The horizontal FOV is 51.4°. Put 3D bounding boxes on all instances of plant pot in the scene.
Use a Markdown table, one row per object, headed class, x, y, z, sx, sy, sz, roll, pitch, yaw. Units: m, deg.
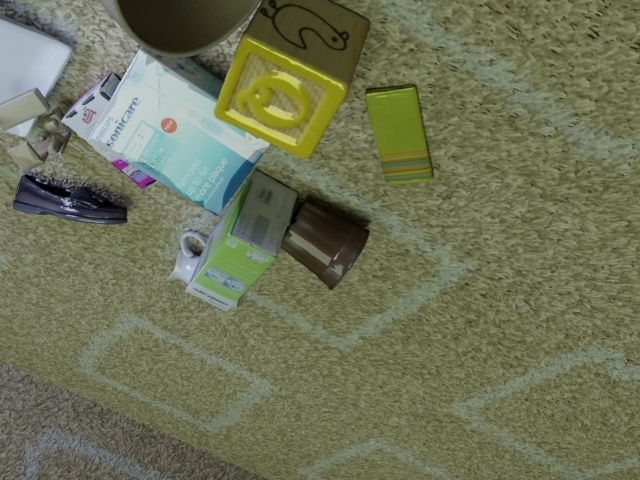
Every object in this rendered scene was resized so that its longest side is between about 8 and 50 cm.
| class | x | y | z | sx | sy | sz | roll | pitch | yaw |
| --- | --- | --- | --- | --- | --- | --- | --- | --- | --- |
| plant pot | 0.000 | 0.000 | 1.527 | 0.165 | 0.167 | 0.167 | 34 | 139 | -7 |

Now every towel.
| class | x | y | z | sx | sy | sz | roll | pitch | yaw |
| --- | --- | --- | --- | --- | --- | --- | --- | --- | --- |
| towel | 0.160 | -0.206 | 1.327 | 0.102 | 0.021 | 0.237 | -5 | 136 | 16 |

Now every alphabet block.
| class | x | y | z | sx | sy | sz | roll | pitch | yaw |
| --- | --- | --- | --- | --- | --- | --- | --- | --- | --- |
| alphabet block | -0.049 | -0.296 | 1.151 | 0.192 | 0.197 | 0.193 | 23 | 140 | -8 |

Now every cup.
| class | x | y | z | sx | sy | sz | roll | pitch | yaw |
| --- | --- | --- | --- | --- | --- | --- | --- | --- | --- |
| cup | -0.241 | -0.469 | 0.961 | 0.237 | 0.331 | 0.331 | 36 | 146 | 21 |

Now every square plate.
| class | x | y | z | sx | sy | sz | roll | pitch | yaw |
| --- | --- | --- | --- | --- | --- | --- | --- | --- | --- |
| square plate | -0.729 | -0.374 | 1.361 | 0.347 | 0.049 | 0.344 | 20 | 145 | -30 |

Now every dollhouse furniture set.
| class | x | y | z | sx | sy | sz | roll | pitch | yaw |
| --- | --- | --- | --- | --- | --- | --- | --- | --- | --- |
| dollhouse furniture set | -0.631 | -0.267 | 1.474 | 0.144 | 0.123 | 0.151 | -20 | 127 | 11 |

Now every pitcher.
| class | x | y | z | sx | sy | sz | roll | pitch | yaw |
| --- | --- | --- | --- | --- | --- | --- | --- | --- | --- |
| pitcher | -0.288 | 0.079 | 1.756 | 0.207 | 0.125 | 0.178 | 25 | 126 | 8 |

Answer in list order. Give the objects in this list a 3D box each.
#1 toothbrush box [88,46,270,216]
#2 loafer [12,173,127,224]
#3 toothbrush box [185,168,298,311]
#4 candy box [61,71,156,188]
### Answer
| class | x | y | z | sx | sy | sz | roll | pitch | yaw |
| --- | --- | --- | --- | --- | --- | --- | --- | --- | --- |
| toothbrush box | -0.266 | -0.224 | 1.316 | 0.295 | 0.126 | 0.216 | 33 | 114 | -17 |
| loafer | -0.630 | -0.102 | 1.670 | 0.302 | 0.109 | 0.095 | 8 | 97 | 9 |
| toothbrush box | -0.185 | 0.006 | 1.550 | 0.122 | 0.206 | 0.283 | 27 | 140 | -14 |
| candy box | -0.422 | -0.235 | 1.456 | 0.159 | 0.071 | 0.233 | -21 | 128 | 37 |
